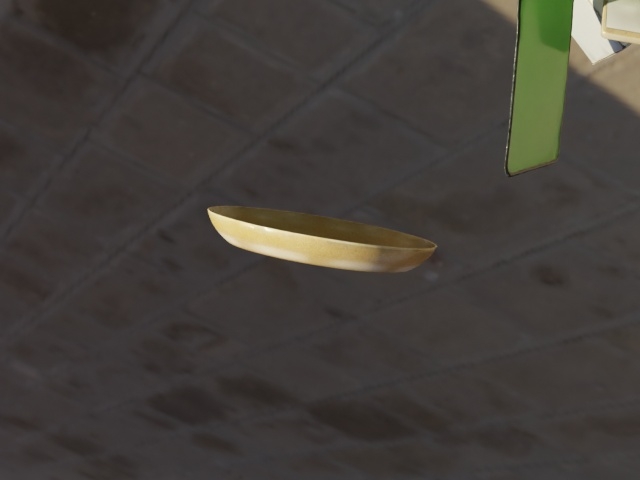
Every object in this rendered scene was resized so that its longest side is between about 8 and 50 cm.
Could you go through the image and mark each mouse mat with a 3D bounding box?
[{"bbox_3d":[0.210,-0.160,1.271,0.007,0.189,0.153,9,-167,27],"label":"mouse mat"}]

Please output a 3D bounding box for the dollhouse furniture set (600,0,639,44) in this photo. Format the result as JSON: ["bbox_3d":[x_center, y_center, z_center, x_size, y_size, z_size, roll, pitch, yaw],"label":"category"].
[{"bbox_3d":[0.350,-0.303,1.133,0.198,0.151,0.301,11,137,5],"label":"dollhouse furniture set"}]

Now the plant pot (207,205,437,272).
[{"bbox_3d":[0.000,0.000,1.365,0.236,0.032,0.236,8,-174,-1],"label":"plant pot"}]

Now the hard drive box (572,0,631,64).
[{"bbox_3d":[0.295,-0.332,1.387,0.232,0.181,0.089,53,169,-3],"label":"hard drive box"}]
